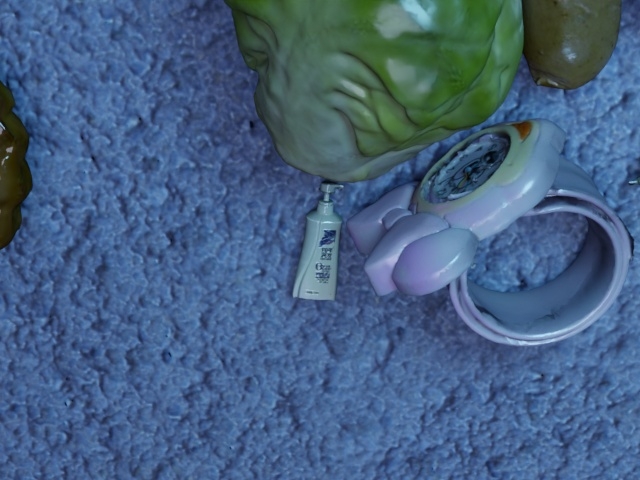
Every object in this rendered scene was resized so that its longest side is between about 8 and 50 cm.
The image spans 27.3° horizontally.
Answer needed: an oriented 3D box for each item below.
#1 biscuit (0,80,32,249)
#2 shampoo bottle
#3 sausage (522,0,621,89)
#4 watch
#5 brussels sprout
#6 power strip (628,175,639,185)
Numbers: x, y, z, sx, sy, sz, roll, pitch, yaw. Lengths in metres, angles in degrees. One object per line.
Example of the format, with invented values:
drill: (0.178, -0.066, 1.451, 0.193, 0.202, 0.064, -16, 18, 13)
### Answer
biscuit: (-0.468, -0.093, 1.422, 0.326, 0.107, 0.325, 1, 112, 2)
shampoo bottle: (0.000, 0.000, 1.452, 0.049, 0.034, 0.141, 10, 112, 8)
sausage: (0.203, -0.378, 1.224, 0.136, 0.123, 0.500, -10, 112, 21)
watch: (0.189, 0.015, 1.364, 0.248, 0.211, 0.217, -36, 114, 9)
brussels sprout: (0.053, -0.200, 1.249, 0.274, 0.242, 0.316, -4, 113, 13)
power strip: (0.433, -0.090, 1.373, 0.227, 0.029, 0.080, -15, 112, 11)
